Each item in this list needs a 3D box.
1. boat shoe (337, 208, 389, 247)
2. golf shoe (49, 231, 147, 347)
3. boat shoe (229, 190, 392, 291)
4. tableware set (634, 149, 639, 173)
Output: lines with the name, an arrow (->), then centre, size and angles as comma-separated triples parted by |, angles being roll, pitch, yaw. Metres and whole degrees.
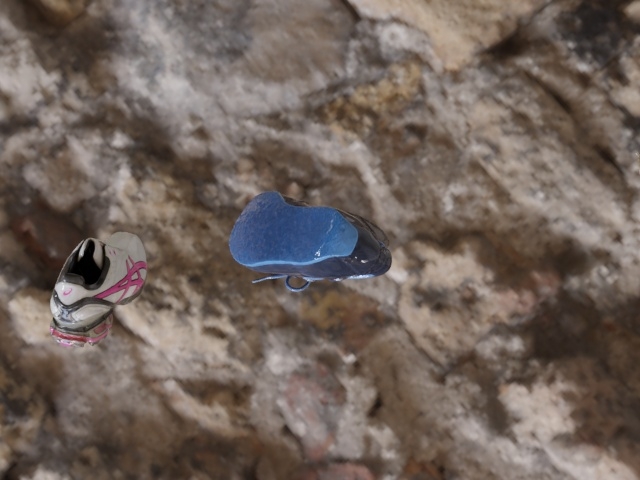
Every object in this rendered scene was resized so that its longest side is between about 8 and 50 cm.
boat shoe -> 0.000, 0.000, 1.367 | 0.190, 0.072, 0.068 | 12, -148, -31
golf shoe -> -0.221, 0.030, 1.082 | 0.186, 0.067, 0.086 | -73, -8, -62
boat shoe -> -0.018, 0.013, 1.117 | 0.089, 0.109, 0.258 | 27, 179, -28
tableware set -> 0.414, -0.019, 1.232 | 0.194, 0.039, 0.128 | 63, -149, -6
